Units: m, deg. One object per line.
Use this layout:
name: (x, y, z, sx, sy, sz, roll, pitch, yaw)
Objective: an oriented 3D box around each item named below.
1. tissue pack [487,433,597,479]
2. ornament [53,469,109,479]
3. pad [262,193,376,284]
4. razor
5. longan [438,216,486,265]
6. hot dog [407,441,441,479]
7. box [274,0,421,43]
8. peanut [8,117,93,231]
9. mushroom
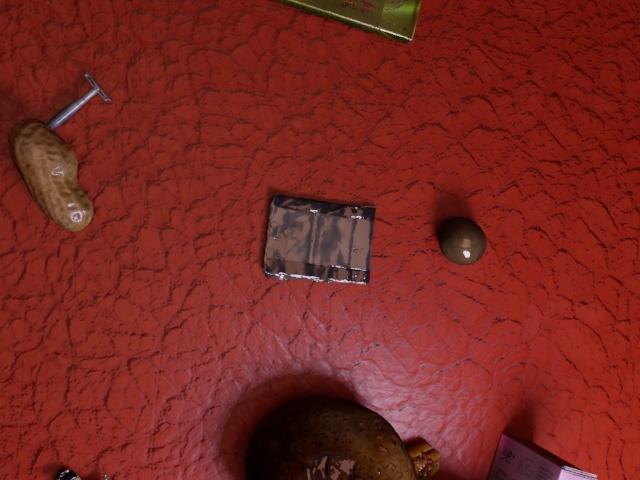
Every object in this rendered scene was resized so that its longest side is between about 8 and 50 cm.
tissue pack: (0.457, 0.515, 1.574, 0.093, 0.246, 0.148, 19, 88, -14)
ornament: (-0.418, 0.501, 1.449, 0.203, 0.088, 0.081, 42, 63, -1)
pad: (0.000, 0.000, 1.557, 0.233, 0.022, 0.174, 5, 90, -15)
razor: (-0.473, -0.252, 1.424, 0.135, 0.040, 0.068, -40, 100, -2)
longan: (0.305, -0.003, 1.597, 0.106, 0.106, 0.119, 57, 40, -10)
hot dog: (0.149, 0.517, 1.587, 0.249, 0.076, 0.102, -25, 101, -12)
box: (0.061, -0.533, 1.535, 0.311, 0.043, 0.172, 14, 88, -15)
peanut: (-0.496, -0.122, 1.387, 0.108, 0.095, 0.225, -22, 99, 8)
mushroom: (0.024, 0.472, 1.463, 0.345, 0.239, 0.345, 0, 92, -9)
